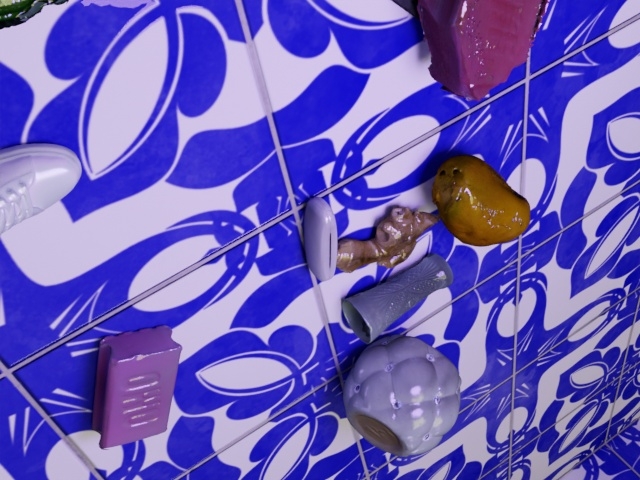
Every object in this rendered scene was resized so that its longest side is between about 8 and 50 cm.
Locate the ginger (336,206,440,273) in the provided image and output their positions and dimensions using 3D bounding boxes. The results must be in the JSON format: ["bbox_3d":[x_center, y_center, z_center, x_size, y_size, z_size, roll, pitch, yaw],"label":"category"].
[{"bbox_3d":[0.109,-0.003,1.338,0.214,0.059,0.133,-4,135,-35],"label":"ginger"}]

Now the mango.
[{"bbox_3d":[0.288,-0.066,1.340,0.249,0.156,0.151,28,84,-54],"label":"mango"}]

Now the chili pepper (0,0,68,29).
[{"bbox_3d":[-0.338,-0.269,0.725,0.279,0.065,0.122,1,127,-35],"label":"chili pepper"}]

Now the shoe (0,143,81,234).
[{"bbox_3d":[-0.397,-0.026,0.859,0.265,0.110,0.095,-23,135,-19],"label":"shoe"}]

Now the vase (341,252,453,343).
[{"bbox_3d":[0.156,0.105,1.446,0.219,0.096,0.096,-29,138,-21],"label":"vase"}]

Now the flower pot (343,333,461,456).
[{"bbox_3d":[0.165,0.320,1.521,0.195,0.246,0.246,-50,147,-31],"label":"flower pot"}]

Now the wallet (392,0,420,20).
[{"bbox_3d":[0.205,-0.370,1.115,0.244,0.025,0.124,17,109,-45],"label":"wallet"}]

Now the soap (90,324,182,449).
[{"bbox_3d":[-0.301,0.238,1.203,0.122,0.065,0.203,-9,130,-34],"label":"soap"}]

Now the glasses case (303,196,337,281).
[{"bbox_3d":[0.000,0.000,1.243,0.041,0.063,0.164,-22,136,-24],"label":"glasses case"}]

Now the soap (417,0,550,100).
[{"bbox_3d":[0.232,-0.345,1.057,0.182,0.112,0.289,-6,124,-33],"label":"soap"}]
